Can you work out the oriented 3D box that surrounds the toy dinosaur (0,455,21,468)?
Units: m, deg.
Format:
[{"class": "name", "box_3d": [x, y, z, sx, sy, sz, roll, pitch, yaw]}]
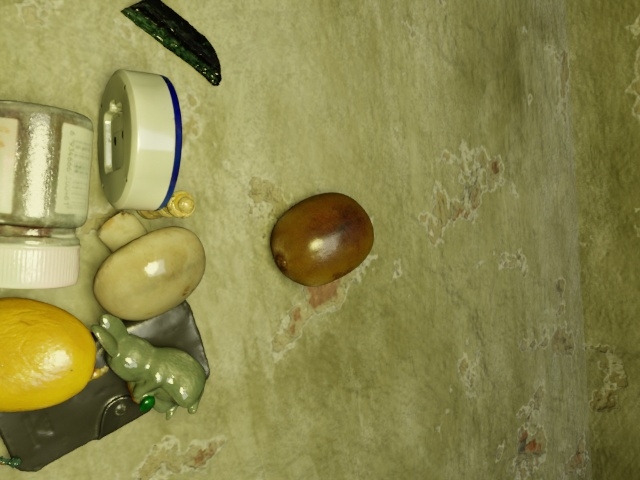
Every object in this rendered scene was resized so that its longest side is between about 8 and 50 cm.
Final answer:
[{"class": "toy dinosaur", "box_3d": [-0.556, 0.332, 0.835, 0.154, 0.049, 0.055, 30, 83, -17]}]

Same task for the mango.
[{"class": "mango", "box_3d": [-0.497, 0.175, 0.816, 0.317, 0.119, 0.176, 10, 74, -21]}]

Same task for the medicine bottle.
[{"class": "medicine bottle", "box_3d": [-0.451, -0.068, 0.816, 0.165, 0.165, 0.273, 5, 93, -38]}]

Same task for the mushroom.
[{"class": "mushroom", "box_3d": [-0.316, 0.035, 0.936, 0.204, 0.204, 0.204, -4, 97, -37]}]

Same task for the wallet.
[{"class": "wallet", "box_3d": [-0.396, 0.259, 0.965, 0.378, 0.051, 0.197, -22, 107, -32]}]

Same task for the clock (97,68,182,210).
[{"class": "clock", "box_3d": [-0.308, -0.165, 0.873, 0.083, 0.230, 0.230, 1, 94, -37]}]

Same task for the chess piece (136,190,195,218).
[{"class": "chess piece", "box_3d": [-0.276, -0.064, 0.946, 0.060, 0.172, 0.060, -4, 96, -39]}]

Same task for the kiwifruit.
[{"class": "kiwifruit", "box_3d": [0.000, 0.000, 1.157, 0.234, 0.196, 0.195, -35, 115, -30]}]

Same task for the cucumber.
[{"class": "cucumber", "box_3d": [-0.264, -0.393, 1.005, 0.220, 0.046, 0.070, 35, 66, -34]}]

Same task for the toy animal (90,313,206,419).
[{"class": "toy animal", "box_3d": [-0.316, 0.222, 0.939, 0.236, 0.108, 0.138, 45, 37, -15]}]
